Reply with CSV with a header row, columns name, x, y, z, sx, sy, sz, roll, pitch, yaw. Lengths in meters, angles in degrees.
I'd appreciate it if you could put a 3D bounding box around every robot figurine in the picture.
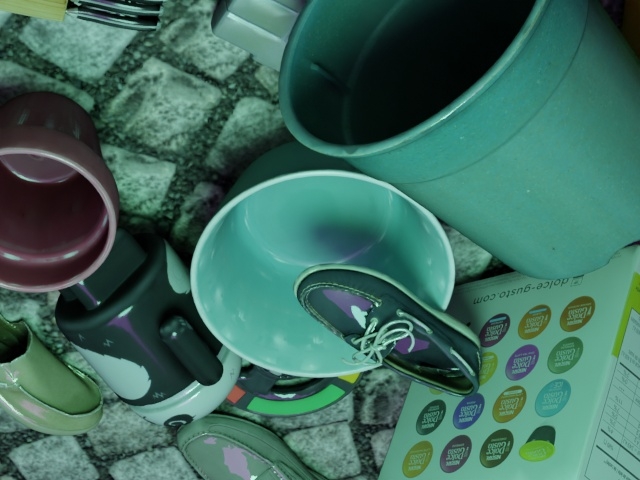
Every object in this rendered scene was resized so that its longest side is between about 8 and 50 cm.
name,x,y,z,sx,sy,sz,roll,pitch,yaw
robot figurine,-0.217,0.106,1.864,0.174,0.209,0.278,-27,121,15

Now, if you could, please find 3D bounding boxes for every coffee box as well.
name,x,y,z,sx,sy,sz,roll,pitch,yaw
coffee box,0.328,0.256,1.856,0.338,0.334,0.338,39,146,-27

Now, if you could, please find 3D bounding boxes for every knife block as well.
name,x,y,z,sx,sy,sz,roll,pitch,yaw
knife block,-0.312,-0.289,1.635,0.276,0.088,0.242,-27,123,16

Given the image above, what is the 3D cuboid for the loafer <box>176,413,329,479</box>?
name,x,y,z,sx,sy,sz,roll,pitch,yaw
loafer,-0.071,0.351,2.120,0.319,0.111,0.112,36,118,-26

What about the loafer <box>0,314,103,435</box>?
name,x,y,z,sx,sy,sz,roll,pitch,yaw
loafer,-0.391,0.166,1.969,0.269,0.102,0.092,30,126,-23

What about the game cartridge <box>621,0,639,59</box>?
name,x,y,z,sx,sy,sz,roll,pitch,yaw
game cartridge,0.405,-0.181,1.635,0.053,0.285,0.323,-11,129,-10

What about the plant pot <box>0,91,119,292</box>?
name,x,y,z,sx,sy,sz,roll,pitch,yaw
plant pot,-0.329,-0.072,1.742,0.201,0.180,0.201,-2,128,-2

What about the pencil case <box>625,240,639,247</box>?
name,x,y,z,sx,sy,sz,roll,pitch,yaw
pencil case,0.377,-0.014,1.880,0.104,0.104,0.236,-8,129,3

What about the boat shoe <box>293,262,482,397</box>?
name,x,y,z,sx,sy,sz,roll,pitch,yaw
boat shoe,0.081,0.111,1.763,0.254,0.079,0.095,31,124,-23

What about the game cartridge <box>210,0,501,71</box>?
name,x,y,z,sx,sy,sz,roll,pitch,yaw
game cartridge,0.080,-0.248,1.709,0.355,0.068,0.230,25,126,-21

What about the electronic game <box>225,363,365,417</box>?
name,x,y,z,sx,sy,sz,roll,pitch,yaw
electronic game,-0.049,0.149,2.009,0.229,0.048,0.229,-2,128,-2

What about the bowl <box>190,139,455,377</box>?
name,x,y,z,sx,sy,sz,roll,pitch,yaw
bowl,0.000,0.000,1.826,0.312,0.163,0.311,-1,127,-2

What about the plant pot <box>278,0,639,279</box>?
name,x,y,z,sx,sy,sz,roll,pitch,yaw
plant pot,0.192,-0.144,1.574,0.341,0.341,0.334,-35,129,21
